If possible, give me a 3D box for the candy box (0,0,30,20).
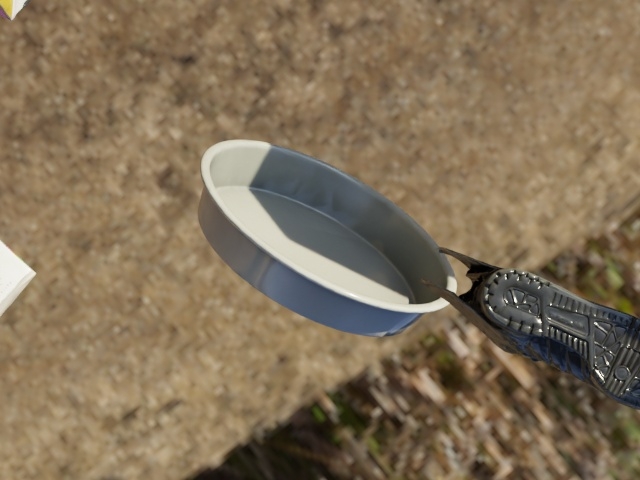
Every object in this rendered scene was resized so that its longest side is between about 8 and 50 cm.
[{"bbox_3d":[-0.203,-0.301,1.206,0.233,0.071,0.159,-47,147,-9],"label":"candy box"}]

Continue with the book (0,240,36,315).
[{"bbox_3d":[-0.339,0.017,1.459,0.096,0.144,0.035,-49,169,-4],"label":"book"}]

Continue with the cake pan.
[{"bbox_3d":[0.000,0.000,1.661,0.293,0.293,0.054,-5,131,-54],"label":"cake pan"}]

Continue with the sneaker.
[{"bbox_3d":[0.146,0.055,1.032,0.051,0.170,0.089,-61,-178,-7],"label":"sneaker"}]
